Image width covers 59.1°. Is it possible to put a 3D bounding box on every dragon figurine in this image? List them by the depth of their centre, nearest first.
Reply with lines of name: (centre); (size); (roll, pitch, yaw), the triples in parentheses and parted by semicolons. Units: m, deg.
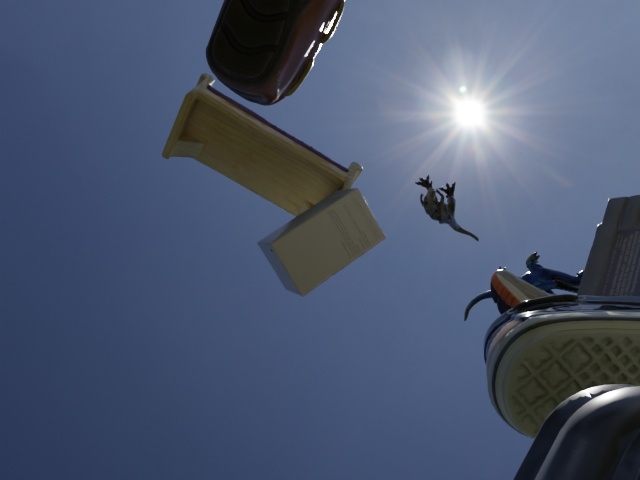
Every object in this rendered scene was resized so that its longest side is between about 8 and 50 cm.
dragon figurine: (0.453, 0.110, 1.207); (0.289, 0.144, 0.085); (-22, -62, -7)

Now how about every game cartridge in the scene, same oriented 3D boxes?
game cartridge: (0.501, 0.075, 0.835); (0.068, 0.230, 0.355); (40, -116, -23)

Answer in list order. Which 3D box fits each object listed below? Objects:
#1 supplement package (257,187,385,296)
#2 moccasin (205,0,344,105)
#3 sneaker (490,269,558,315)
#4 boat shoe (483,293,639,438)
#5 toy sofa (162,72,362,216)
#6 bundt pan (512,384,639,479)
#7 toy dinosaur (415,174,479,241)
supplement package: (0.000, 0.000, 0.972); (0.179, 0.105, 0.105); (-33, -77, -15)
moccasin: (0.001, -0.335, 0.649); (0.139, 0.147, 0.380); (22, -83, 11)
sneaker: (0.448, 0.139, 1.081); (0.121, 0.099, 0.262); (-38, -112, -17)
boat shoe: (0.417, 0.141, 0.616); (0.500, 0.156, 0.187); (3, -81, -1)
toy sofa: (-0.108, -0.173, 1.126); (0.362, 0.150, 0.177); (30, -144, -7)
bundt pan: (0.267, 0.175, 0.302); (0.330, 0.331, 0.124); (24, -102, -8)
toy dinosaur: (0.271, -0.079, 1.245); (0.268, 0.064, 0.118); (23, -133, -50)
